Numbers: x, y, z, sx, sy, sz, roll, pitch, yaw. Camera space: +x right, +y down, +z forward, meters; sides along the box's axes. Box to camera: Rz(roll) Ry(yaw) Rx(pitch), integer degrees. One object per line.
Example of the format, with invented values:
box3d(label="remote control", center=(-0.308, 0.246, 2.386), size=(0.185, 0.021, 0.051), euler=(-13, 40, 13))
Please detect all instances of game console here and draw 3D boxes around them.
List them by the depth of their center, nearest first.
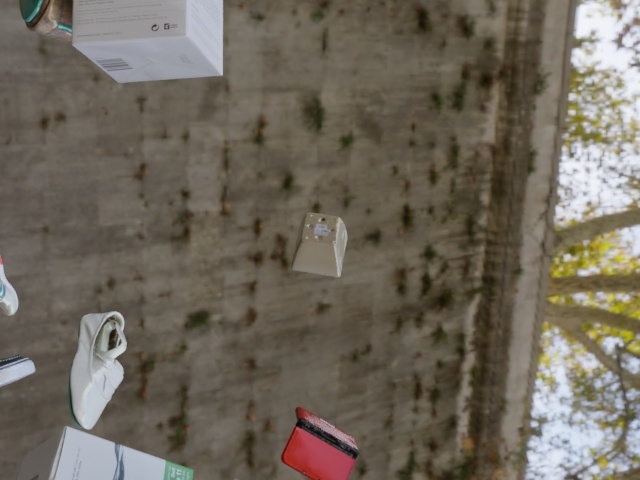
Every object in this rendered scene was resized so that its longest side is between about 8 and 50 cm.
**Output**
box3d(label="game console", center=(-0.004, 0.415, 1.802), size=(0.085, 0.144, 0.124), euler=(-57, -170, 4))

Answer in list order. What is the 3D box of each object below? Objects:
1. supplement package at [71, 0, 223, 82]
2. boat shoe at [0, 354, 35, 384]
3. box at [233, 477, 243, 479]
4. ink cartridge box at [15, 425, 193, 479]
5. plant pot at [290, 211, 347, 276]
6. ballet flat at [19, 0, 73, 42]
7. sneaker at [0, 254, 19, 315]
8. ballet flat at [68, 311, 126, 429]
box3d(label="supplement package", center=(-0.249, -0.403, 1.338), size=(0.177, 0.175, 0.292), euler=(42, 47, -77))
box3d(label="boat shoe", center=(-0.823, 0.296, 2.039), size=(0.121, 0.335, 0.119), euler=(138, -61, -75))
box3d(label="box", center=(-0.133, 0.406, 1.100), size=(0.038, 0.186, 0.145), euler=(12, -54, 31))
box3d(label="ink cartridge box", center=(-0.310, 0.354, 1.280), size=(0.153, 0.208, 0.086), euler=(-36, -142, 39))
box3d(label="plant pot", center=(0.000, 0.000, 1.916), size=(0.096, 0.109, 0.109), euler=(95, 6, -56))
box3d(label="ballet flat", center=(-0.431, -0.411, 1.431), size=(0.107, 0.106, 0.316), euler=(-46, -133, 26))
box3d(label="sneaker", center=(-0.684, 0.096, 1.873), size=(0.057, 0.075, 0.161), euler=(4, -61, 27))
box3d(label="ballet flat", center=(-0.579, 0.319, 2.384), size=(0.400, 0.139, 0.139), euler=(-103, -157, -55))
